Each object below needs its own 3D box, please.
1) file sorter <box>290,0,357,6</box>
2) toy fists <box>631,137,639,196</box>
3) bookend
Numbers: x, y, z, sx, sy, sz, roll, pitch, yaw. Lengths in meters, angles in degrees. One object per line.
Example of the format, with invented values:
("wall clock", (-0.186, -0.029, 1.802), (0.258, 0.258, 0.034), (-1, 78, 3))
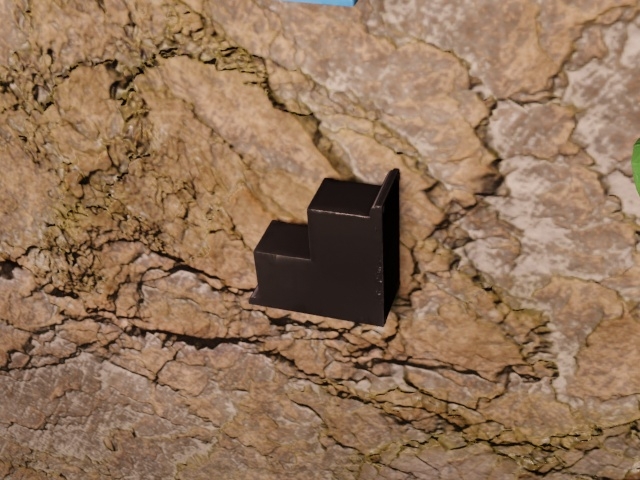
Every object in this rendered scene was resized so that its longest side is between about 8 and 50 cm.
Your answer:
("file sorter", (-0.041, -0.258, 0.633), (0.170, 0.118, 0.104), (9, 126, 15))
("toy fists", (0.382, -0.005, 0.690), (0.142, 0.096, 0.279), (-11, 125, 40))
("bookend", (0.000, 0.000, 0.854), (0.157, 0.072, 0.156), (8, 129, 16))
